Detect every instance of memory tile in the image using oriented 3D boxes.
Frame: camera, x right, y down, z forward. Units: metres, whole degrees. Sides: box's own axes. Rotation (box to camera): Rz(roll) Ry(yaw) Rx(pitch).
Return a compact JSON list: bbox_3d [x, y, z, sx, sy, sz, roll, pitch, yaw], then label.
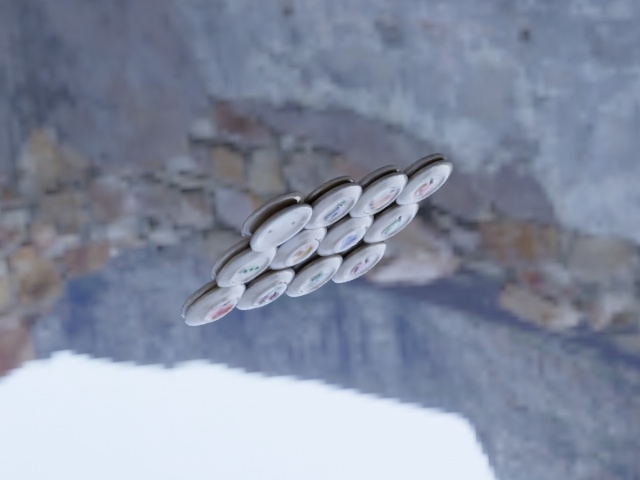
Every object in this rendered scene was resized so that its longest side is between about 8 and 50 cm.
[{"bbox_3d":[0.000,0.000,1.040,0.148,0.113,0.012,-16,-116,-43],"label":"memory tile"}]
